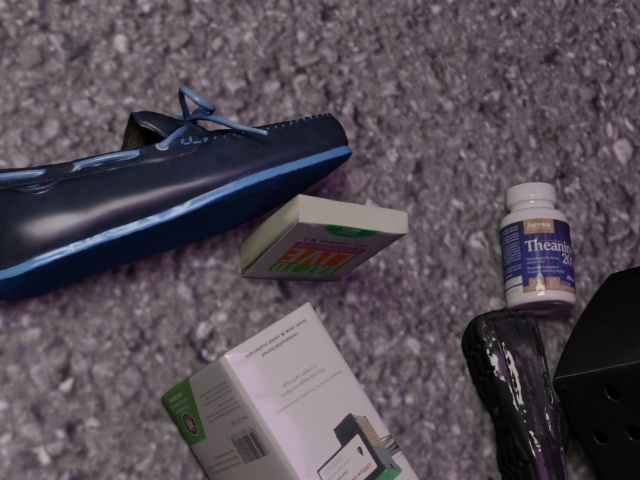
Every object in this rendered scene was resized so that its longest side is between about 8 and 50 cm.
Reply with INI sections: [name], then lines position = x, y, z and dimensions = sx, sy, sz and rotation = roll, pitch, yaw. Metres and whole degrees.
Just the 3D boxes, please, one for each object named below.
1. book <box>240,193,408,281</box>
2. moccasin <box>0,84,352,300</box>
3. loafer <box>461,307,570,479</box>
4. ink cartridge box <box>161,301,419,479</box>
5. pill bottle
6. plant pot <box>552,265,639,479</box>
[book]
position = 0.000, 0.000, 0.989
dimensions = 0.096, 0.144, 0.035
rotation = 8, 70, -20
[moccasin]
position = -0.133, -0.061, 0.960
dimensions = 0.342, 0.138, 0.116
rotation = -19, 76, -28
[loafer]
position = 0.196, 0.167, 1.055
dimensions = 0.078, 0.076, 0.223
rotation = -10, 73, -18
[ink cartridge box]
position = -0.014, 0.179, 0.913
dimensions = 0.093, 0.160, 0.219
rotation = -31, 87, -30
[pill bottle]
position = 0.208, 0.008, 1.120
dimensions = 0.067, 0.067, 0.120
rotation = 5, 70, -22
[plant pot]
position = 0.320, 0.128, 1.036
dimensions = 0.167, 0.188, 0.187
rotation = -31, 95, -35
